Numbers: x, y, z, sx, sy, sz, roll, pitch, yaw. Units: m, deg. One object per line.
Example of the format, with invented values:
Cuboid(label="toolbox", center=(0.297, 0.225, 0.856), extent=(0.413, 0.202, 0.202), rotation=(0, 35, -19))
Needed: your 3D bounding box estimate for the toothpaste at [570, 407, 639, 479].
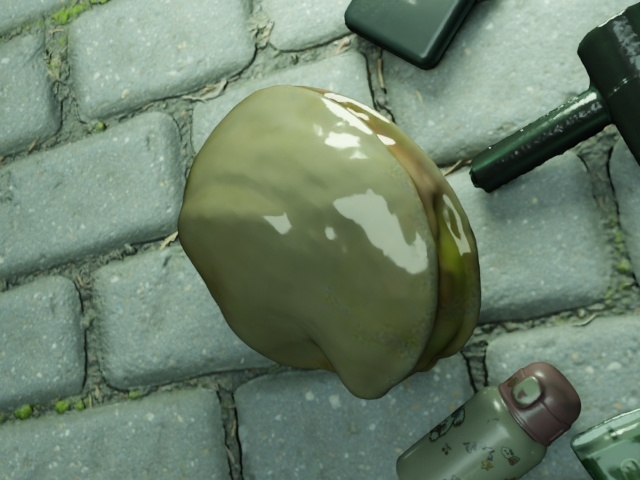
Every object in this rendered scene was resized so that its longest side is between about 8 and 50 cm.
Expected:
Cuboid(label="toothpaste", center=(0.417, 0.383, 0.901), extent=(0.098, 0.061, 0.392), rotation=(-29, 70, 12))

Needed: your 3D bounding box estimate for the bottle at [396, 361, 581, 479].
Cuboid(label="bottle", center=(0.208, 0.242, 0.983), extent=(0.233, 0.110, 0.110), rotation=(-43, 69, 15))

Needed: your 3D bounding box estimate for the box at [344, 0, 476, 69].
Cuboid(label="box", center=(0.149, -0.363, 1.112), extent=(0.160, 0.050, 0.230), rotation=(35, 99, 24))

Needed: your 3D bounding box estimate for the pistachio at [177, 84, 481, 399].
Cuboid(label="pistachio", center=(0.000, 0.000, 1.015), extent=(0.445, 0.281, 0.365), rotation=(41, 128, 30))

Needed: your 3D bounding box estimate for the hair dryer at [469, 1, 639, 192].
Cuboid(label="hair dryer", center=(0.332, -0.103, 0.983), extent=(0.302, 0.116, 0.244), rotation=(-31, 72, 30))
